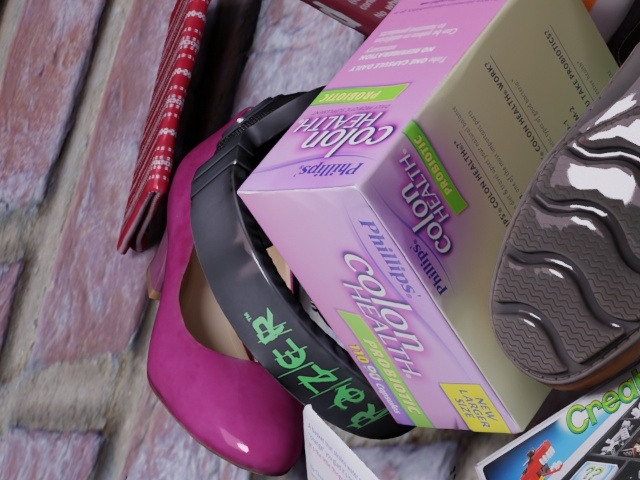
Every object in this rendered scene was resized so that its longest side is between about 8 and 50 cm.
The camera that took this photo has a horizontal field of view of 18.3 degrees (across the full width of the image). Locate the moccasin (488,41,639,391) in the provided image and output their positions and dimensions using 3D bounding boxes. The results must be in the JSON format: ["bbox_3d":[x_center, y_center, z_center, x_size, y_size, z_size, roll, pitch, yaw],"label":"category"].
[{"bbox_3d":[0.237,-0.073,1.209,0.139,0.147,0.380,31,97,23],"label":"moccasin"}]

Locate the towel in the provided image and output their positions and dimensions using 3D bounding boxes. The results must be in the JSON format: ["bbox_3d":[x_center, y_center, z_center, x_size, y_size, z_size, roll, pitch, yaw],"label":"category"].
[{"bbox_3d":[-0.138,-0.138,1.874,0.199,0.031,0.275,127,156,-67],"label":"towel"}]

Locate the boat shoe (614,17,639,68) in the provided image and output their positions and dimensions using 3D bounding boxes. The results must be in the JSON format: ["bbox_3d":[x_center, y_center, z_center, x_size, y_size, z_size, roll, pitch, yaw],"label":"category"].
[{"bbox_3d":[0.268,-0.180,1.396,0.183,0.066,0.066,-43,39,28],"label":"boat shoe"}]

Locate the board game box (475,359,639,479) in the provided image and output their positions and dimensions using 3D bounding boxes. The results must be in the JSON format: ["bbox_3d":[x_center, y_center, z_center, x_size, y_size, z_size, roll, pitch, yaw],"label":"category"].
[{"bbox_3d":[0.243,0.152,1.180,0.305,0.053,0.193,-37,60,34],"label":"board game box"}]

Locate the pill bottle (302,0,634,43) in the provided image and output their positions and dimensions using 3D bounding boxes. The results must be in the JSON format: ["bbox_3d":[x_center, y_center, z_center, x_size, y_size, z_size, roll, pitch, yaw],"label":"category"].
[{"bbox_3d":[0.033,-0.273,1.445,0.224,0.392,0.224,-52,21,30],"label":"pill bottle"}]

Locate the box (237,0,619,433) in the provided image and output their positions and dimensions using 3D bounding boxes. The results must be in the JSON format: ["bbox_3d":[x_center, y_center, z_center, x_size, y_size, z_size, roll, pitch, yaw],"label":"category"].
[{"bbox_3d":[0.101,-0.033,1.315,0.117,0.213,0.243,-2,41,47],"label":"box"}]

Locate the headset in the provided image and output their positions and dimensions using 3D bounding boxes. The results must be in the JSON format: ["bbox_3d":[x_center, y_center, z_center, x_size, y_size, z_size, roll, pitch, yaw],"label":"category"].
[{"bbox_3d":[0.000,0.000,1.504,0.185,0.243,0.394,-37,21,28],"label":"headset"}]

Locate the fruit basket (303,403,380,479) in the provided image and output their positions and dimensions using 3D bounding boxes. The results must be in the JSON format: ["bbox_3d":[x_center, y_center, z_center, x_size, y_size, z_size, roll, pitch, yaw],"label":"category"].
[{"bbox_3d":[0.080,0.311,1.128,0.327,0.165,0.353,-137,41,-55],"label":"fruit basket"}]

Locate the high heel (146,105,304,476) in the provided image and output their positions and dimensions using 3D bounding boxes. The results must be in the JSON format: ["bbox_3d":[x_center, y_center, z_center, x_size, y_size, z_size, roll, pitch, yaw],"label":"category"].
[{"bbox_3d":[-0.066,0.034,1.638,0.181,0.127,0.377,-63,29,20],"label":"high heel"}]
